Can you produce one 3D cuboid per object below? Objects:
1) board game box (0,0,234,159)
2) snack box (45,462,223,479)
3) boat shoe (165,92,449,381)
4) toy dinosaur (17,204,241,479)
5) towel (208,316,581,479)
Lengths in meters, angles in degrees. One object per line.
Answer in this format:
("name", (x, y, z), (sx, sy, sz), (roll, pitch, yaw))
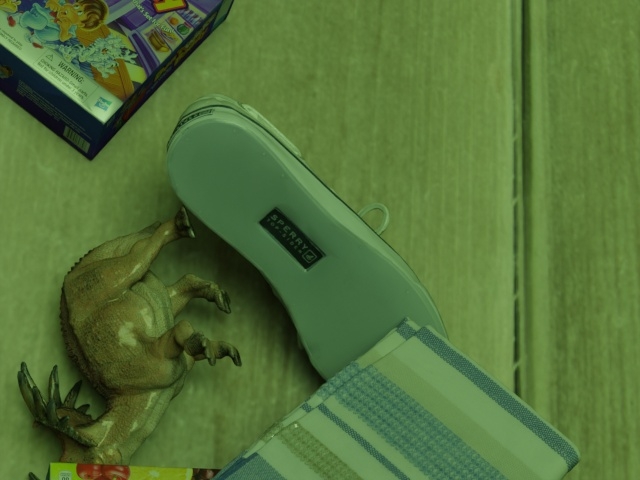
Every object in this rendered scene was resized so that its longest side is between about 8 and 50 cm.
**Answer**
("board game box", (-0.287, -0.275, 1.661), (0.347, 0.078, 0.233), (37, 59, 2))
("snack box", (-0.127, 0.279, 1.386), (0.207, 0.070, 0.174), (5, 59, -13))
("boat shoe", (-0.008, 0.004, 1.583), (0.367, 0.136, 0.156), (46, 17, -17))
("toy dinosaur", (-0.187, 0.087, 1.500), (0.200, 0.127, 0.295), (-18, 53, 6))
("towel", (0.062, 0.198, 1.415), (0.209, 0.034, 0.285), (38, 53, 23))
